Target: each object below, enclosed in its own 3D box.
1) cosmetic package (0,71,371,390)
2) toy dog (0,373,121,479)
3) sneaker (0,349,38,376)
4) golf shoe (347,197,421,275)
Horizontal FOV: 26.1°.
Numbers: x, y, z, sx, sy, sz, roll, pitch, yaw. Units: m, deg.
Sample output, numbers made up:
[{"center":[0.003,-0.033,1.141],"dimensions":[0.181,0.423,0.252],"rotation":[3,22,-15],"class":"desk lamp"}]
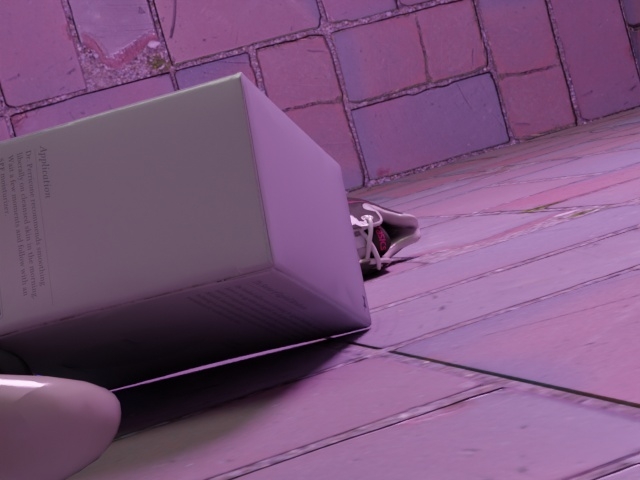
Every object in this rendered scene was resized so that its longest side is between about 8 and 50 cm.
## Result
[{"center":[-0.107,0.005,0.960],"dimensions":[0.224,0.138,0.224],"rotation":[-13,-16,14],"class":"cosmetic package"},{"center":[-0.288,0.042,0.643],"dimensions":[0.395,0.285,0.408],"rotation":[-11,3,-2],"class":"toy dog"},{"center":[-0.276,0.133,0.894],"dimensions":[0.234,0.084,0.097],"rotation":[-13,-16,7],"class":"sneaker"},{"center":[0.000,0.000,1.352],"dimensions":[0.120,0.105,0.273],"rotation":[-6,9,26],"class":"golf shoe"}]
